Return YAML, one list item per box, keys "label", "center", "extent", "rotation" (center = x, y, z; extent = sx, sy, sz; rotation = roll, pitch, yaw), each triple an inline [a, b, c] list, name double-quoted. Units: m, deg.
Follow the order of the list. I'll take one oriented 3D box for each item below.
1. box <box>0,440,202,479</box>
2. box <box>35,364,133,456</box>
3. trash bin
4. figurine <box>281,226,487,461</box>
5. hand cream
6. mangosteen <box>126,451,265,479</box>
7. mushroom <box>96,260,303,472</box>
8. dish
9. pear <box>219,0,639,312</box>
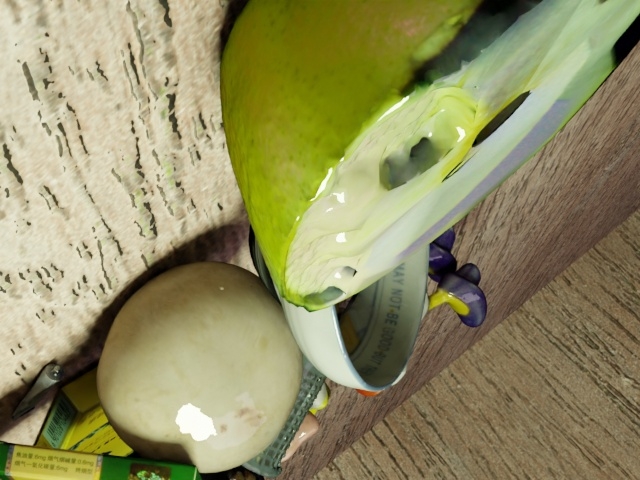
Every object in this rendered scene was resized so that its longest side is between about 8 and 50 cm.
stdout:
- label: "box"
  center: [-0.228, 0.219, 1.337]
  extent: [0.132, 0.235, 0.034]
  rotation: [91, 6, -73]
- label: "box"
  center: [-0.239, 0.197, 1.560]
  extent: [0.153, 0.041, 0.279]
  rotation: [-32, 165, -36]
- label: "trash bin"
  center: [-0.072, 0.169, 1.702]
  extent: [0.161, 0.175, 0.175]
  rotation: [-51, 166, 2]
- label: "figurine"
  center: [0.056, 0.137, 1.962]
  extent: [0.421, 0.154, 0.193]
  rotation: [-39, 162, -14]
- label: "hand cream"
  center: [-0.268, 0.142, 1.365]
  extent: [0.030, 0.019, 0.093]
  rotation: [-30, 170, -46]
- label: "mangosteen"
  center: [-0.184, 0.339, 1.852]
  extent: [0.243, 0.243, 0.243]
  rotation: [-38, 167, -11]
- label: "mushroom"
  center: [-0.124, 0.116, 1.379]
  extent: [0.204, 0.204, 0.204]
  rotation: [-38, 167, -11]
- label: "dish"
  center: [0.000, 0.000, 1.333]
  extent: [0.133, 0.273, 0.273]
  rotation: [1, -176, 23]
- label: "pear"
  center: [0.065, -0.134, 1.062]
  extent: [0.399, 0.165, 0.399]
  rotation: [-38, 166, -11]
